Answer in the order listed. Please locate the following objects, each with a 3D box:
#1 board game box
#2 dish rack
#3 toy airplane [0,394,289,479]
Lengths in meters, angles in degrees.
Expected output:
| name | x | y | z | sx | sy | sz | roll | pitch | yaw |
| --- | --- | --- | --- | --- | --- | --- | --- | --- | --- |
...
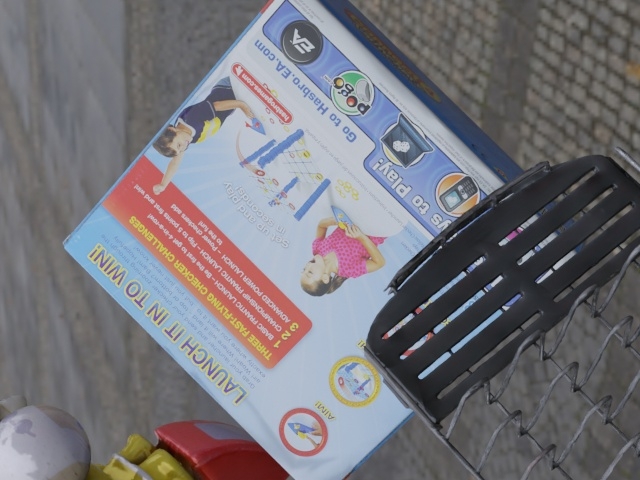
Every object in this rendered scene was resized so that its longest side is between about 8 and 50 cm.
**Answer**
| name | x | y | z | sx | sy | sz | roll | pitch | yaw |
| --- | --- | --- | --- | --- | --- | --- | --- | --- | --- |
| board game box | 0.000 | 0.000 | 1.050 | 0.308 | 0.086 | 0.302 | 45 | 110 | 3 |
| dish rack | 0.164 | 0.072 | 0.629 | 0.271 | 0.208 | 0.074 | 47 | 161 | 21 |
| toy airplane | -0.241 | 0.269 | 1.091 | 0.384 | 0.386 | 0.272 | -71 | -25 | -62 |
